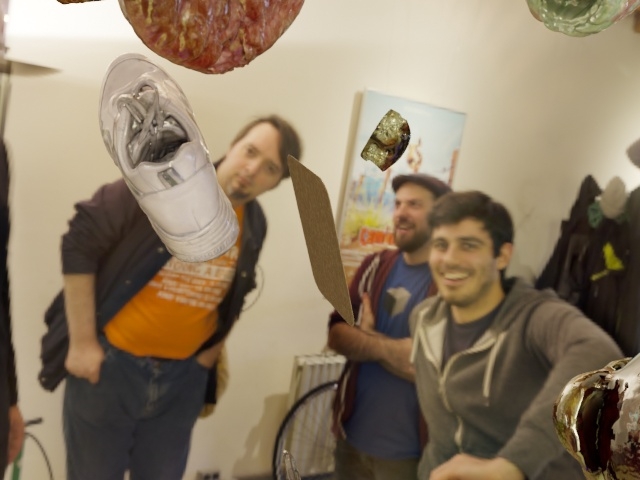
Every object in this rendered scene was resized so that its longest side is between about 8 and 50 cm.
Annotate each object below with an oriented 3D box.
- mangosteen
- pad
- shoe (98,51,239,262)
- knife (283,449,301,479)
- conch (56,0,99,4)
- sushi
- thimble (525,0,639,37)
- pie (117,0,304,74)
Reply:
[{"bbox_3d":[0.316,0.171,0.583,0.209,0.210,0.210,9,6,-1],"label":"mangosteen"},{"bbox_3d":[0.000,0.000,1.151,0.002,0.266,0.176,-20,28,-16],"label":"pad"},{"bbox_3d":[-0.156,-0.103,0.655,0.095,0.245,0.138,-24,-27,-10],"label":"shoe"},{"bbox_3d":[-0.049,0.422,1.292,0.031,0.018,0.121,46,8,-27],"label":"knife"},{"bbox_3d":[-0.067,-0.153,0.286,0.232,0.086,0.080,-19,4,34],"label":"conch"},{"bbox_3d":[0.088,-0.124,0.903,0.046,0.083,0.044,38,49,6],"label":"sushi"},{"bbox_3d":[0.380,-0.389,0.987,0.149,0.185,0.211,-37,32,-7],"label":"thimble"},{"bbox_3d":[-0.058,-0.168,0.422,0.036,0.154,0.154,30,17,31],"label":"pie"}]
